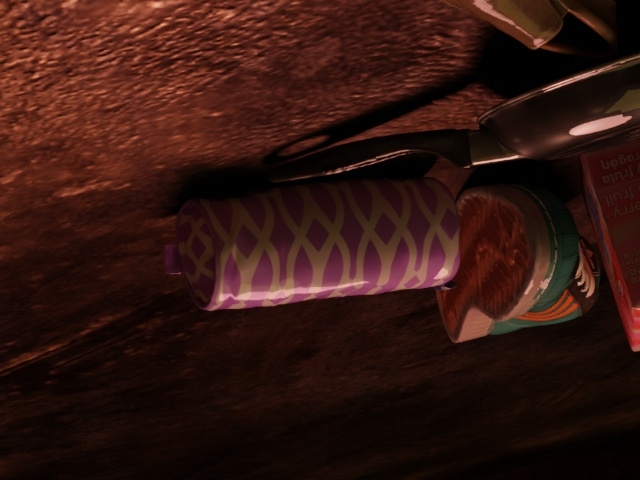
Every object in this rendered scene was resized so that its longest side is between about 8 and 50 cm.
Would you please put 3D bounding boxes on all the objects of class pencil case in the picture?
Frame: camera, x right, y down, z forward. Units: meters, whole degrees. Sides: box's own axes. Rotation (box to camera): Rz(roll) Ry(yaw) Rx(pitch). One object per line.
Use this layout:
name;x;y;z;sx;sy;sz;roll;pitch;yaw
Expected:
pencil case;0.000;0.000;1.012;0.206;0.086;0.088;-4;-173;-25

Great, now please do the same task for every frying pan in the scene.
frying pan;0.132;-0.074;0.874;0.326;0.053;0.197;-17;177;-6

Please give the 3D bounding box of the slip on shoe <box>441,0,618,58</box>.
slip on shoe;0.114;-0.125;0.770;0.051;0.041;0.135;-28;158;37

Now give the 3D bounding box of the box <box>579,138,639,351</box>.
box;0.356;-0.035;1.064;0.299;0.142;0.154;-16;161;7

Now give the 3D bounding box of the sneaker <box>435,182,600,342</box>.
sneaker;0.172;0.011;1.146;0.121;0.108;0.302;-12;171;-7
